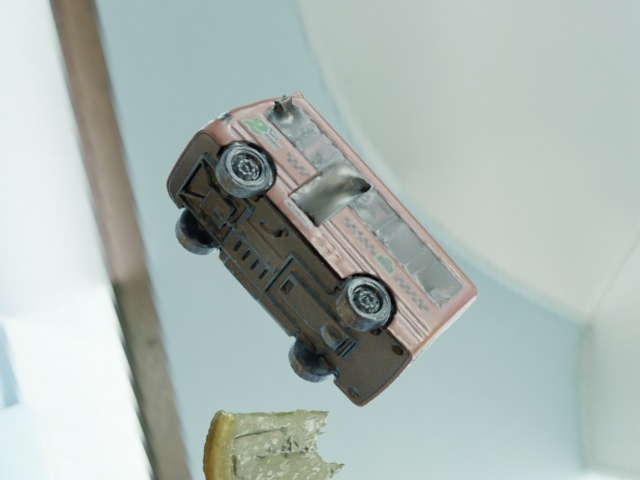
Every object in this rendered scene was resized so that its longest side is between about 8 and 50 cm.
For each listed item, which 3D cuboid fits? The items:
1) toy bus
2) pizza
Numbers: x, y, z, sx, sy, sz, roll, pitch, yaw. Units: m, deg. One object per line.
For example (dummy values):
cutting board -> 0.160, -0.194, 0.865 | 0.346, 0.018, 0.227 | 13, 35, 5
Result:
toy bus -> 0.000, 0.000, 2.342 | 0.427, 0.233, 0.203 | 48, -37, 6
pizza -> -0.046, 0.279, 2.020 | 0.034, 0.262, 0.181 | -4, -89, 38
